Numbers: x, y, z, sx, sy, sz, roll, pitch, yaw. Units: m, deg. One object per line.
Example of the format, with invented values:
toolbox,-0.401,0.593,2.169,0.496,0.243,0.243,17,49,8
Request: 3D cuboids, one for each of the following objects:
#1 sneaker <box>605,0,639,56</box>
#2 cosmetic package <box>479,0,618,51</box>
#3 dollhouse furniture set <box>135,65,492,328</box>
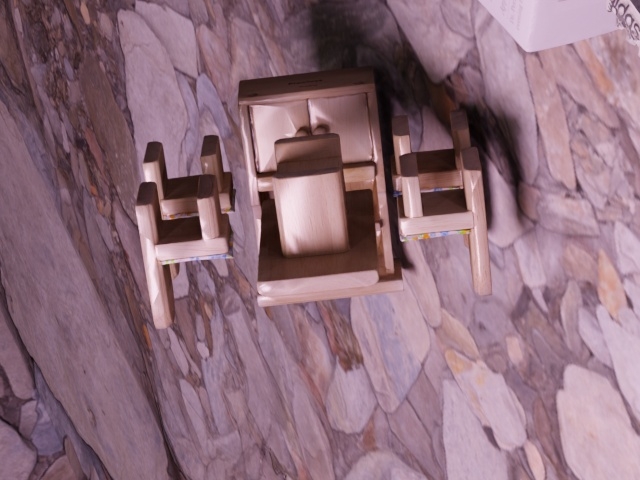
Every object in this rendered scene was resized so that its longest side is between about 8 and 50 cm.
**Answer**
sneaker,0.215,-0.100,0.809,0.293,0.102,0.146,55,152,37
cosmetic package,0.093,-0.217,1.041,0.231,0.086,0.117,56,154,38
dollhouse furniture set,0.000,0.000,1.281,0.242,0.212,0.161,-91,-6,-67
